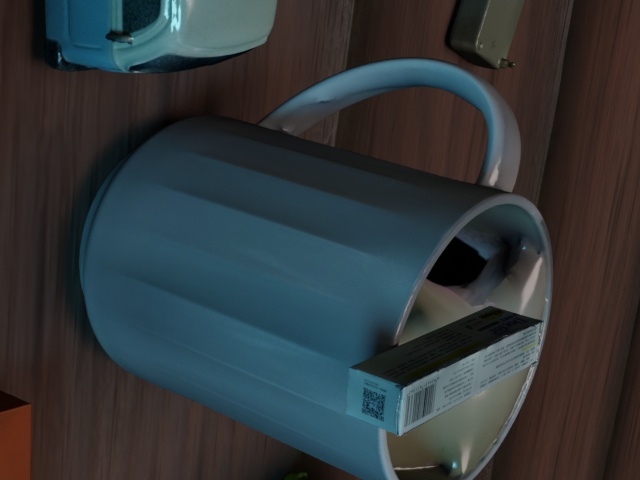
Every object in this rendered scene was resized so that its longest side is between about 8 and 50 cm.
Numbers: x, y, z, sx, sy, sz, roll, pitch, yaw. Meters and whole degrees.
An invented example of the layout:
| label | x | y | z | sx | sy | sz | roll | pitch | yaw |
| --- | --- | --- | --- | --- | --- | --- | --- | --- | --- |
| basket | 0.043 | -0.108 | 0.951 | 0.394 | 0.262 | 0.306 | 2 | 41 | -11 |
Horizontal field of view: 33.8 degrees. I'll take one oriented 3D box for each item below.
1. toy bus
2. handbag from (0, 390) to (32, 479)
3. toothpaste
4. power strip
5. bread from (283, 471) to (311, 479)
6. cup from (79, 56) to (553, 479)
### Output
| label | x | y | z | sx | sy | sz | roll | pitch | yaw |
| --- | --- | --- | --- | --- | --- | --- | --- | --- | --- |
| toy bus | -0.106 | -0.247 | 0.731 | 0.133 | 0.164 | 0.271 | -20 | 120 | -48 |
| handbag | -0.282 | 0.219 | 0.790 | 0.127 | 0.062 | 0.190 | -10 | 110 | -52 |
| toothpaste | 0.082 | 0.078 | 0.666 | 0.164 | 0.046 | 0.034 | -16 | 115 | -48 |
| power strip | 0.202 | -0.316 | 1.206 | 0.145 | 0.061 | 0.216 | 15 | 92 | -56 |
| bread | 0.039 | 0.403 | 1.047 | 0.208 | 0.376 | 0.251 | 28 | 99 | -27 |
| cup | 0.000 | 0.000 | 0.842 | 0.237 | 0.327 | 0.323 | 23 | 86 | -54 |
